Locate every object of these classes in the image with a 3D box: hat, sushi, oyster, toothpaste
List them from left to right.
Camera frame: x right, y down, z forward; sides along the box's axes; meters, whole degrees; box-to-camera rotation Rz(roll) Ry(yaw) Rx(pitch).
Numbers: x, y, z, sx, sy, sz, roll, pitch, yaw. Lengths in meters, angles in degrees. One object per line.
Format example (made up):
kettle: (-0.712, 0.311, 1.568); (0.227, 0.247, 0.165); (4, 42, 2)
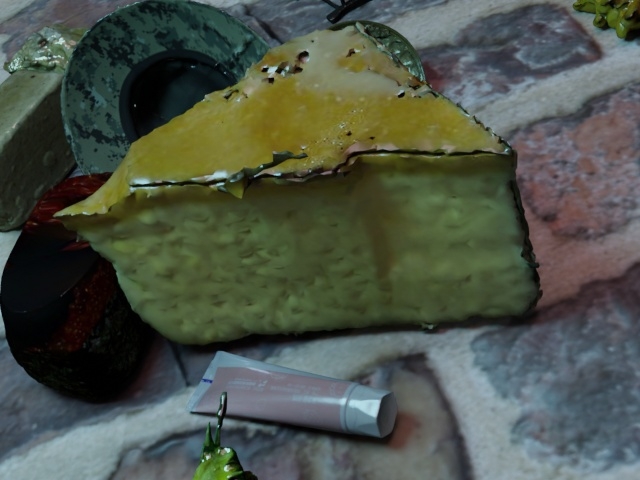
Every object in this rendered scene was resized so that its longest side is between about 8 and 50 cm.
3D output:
sushi: (-0.230, 0.042, 0.947); (0.136, 0.126, 0.225); (-7, 41, 15)
oyster: (-0.307, -0.246, 1.273); (0.209, 0.072, 0.133); (19, 59, 29)
hat: (-0.148, -0.139, 1.070); (0.266, 0.265, 0.128); (-14, 9, 5)
toothpaste: (-0.028, 0.138, 0.845); (0.195, 0.043, 0.067); (6, 53, 31)
hat: (0.043, -0.171, 1.098); (0.146, 0.067, 0.146); (2, 81, -10)

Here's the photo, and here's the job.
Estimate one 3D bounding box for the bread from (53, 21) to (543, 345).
bread: (0.000, 0.000, 0.823); (0.315, 0.248, 0.279); (-40, 47, -14)

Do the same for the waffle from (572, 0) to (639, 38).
waffle: (0.405, -0.317, 1.117); (0.229, 0.051, 0.231); (-29, 45, -5)

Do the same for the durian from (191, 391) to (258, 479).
durian: (-0.018, 0.267, 0.670); (0.132, 0.106, 0.375); (-30, 47, -6)

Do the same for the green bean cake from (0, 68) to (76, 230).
green bean cake: (-0.358, -0.109, 1.133); (0.085, 0.109, 0.179); (13, 54, 27)

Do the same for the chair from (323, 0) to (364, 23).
chair: (0.063, -0.397, 1.267); (0.229, 0.113, 0.106); (-37, 50, -12)
